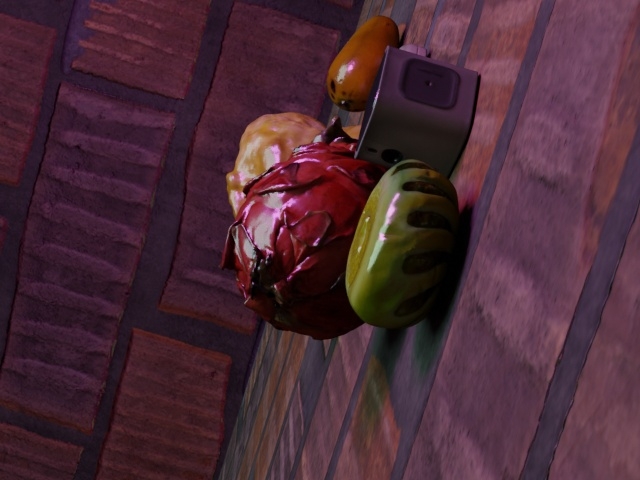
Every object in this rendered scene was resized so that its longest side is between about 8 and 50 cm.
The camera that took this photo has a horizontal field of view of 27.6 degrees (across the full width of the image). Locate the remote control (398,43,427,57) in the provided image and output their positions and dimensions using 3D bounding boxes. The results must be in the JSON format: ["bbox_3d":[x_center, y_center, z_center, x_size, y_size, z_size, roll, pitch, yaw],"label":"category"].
[{"bbox_3d":[0.086,-0.142,1.456,0.221,0.042,0.078,-78,6,-47],"label":"remote control"}]

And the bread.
[{"bbox_3d":[0.063,0.006,0.983,0.139,0.071,0.130,139,144,-79],"label":"bread"}]

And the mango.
[{"bbox_3d":[0.063,-0.250,1.865,0.115,0.090,0.178,-56,10,34],"label":"mango"}]

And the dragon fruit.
[{"bbox_3d":[0.000,0.000,1.160,0.209,0.172,0.172,-59,-6,-37],"label":"dragon fruit"}]

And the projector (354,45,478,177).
[{"bbox_3d":[0.081,-0.107,1.106,0.083,0.082,0.083,111,174,-52],"label":"projector"}]

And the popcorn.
[{"bbox_3d":[-0.023,-0.060,1.594,0.253,0.190,0.191,-73,9,-61],"label":"popcorn"}]
